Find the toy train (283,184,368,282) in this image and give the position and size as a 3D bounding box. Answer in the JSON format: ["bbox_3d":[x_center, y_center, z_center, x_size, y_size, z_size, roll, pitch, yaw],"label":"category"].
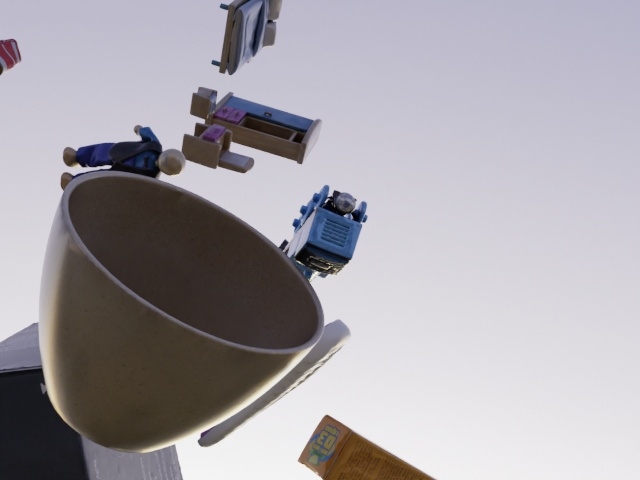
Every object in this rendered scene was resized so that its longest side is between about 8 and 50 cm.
[{"bbox_3d":[0.000,0.000,1.182,0.080,0.105,0.184,23,-24,-9],"label":"toy train"}]

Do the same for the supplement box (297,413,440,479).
[{"bbox_3d":[0.086,0.314,1.164,0.233,0.080,0.078,34,-10,-29],"label":"supplement box"}]

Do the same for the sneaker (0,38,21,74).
[{"bbox_3d":[-0.537,-0.319,1.444,0.118,0.067,0.042,45,-53,-3],"label":"sneaker"}]

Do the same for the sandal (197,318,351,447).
[{"bbox_3d":[-0.098,0.245,1.642,0.416,0.102,0.169,-42,-11,32],"label":"sandal"}]

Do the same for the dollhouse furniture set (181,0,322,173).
[{"bbox_3d":[-0.093,-0.305,1.615,0.198,0.286,0.303,16,-61,6],"label":"dollhouse furniture set"}]

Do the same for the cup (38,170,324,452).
[{"bbox_3d":[-0.195,0.108,1.058,0.331,0.331,0.237,22,-67,-26],"label":"cup"}]

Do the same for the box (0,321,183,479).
[{"bbox_3d":[-0.514,0.430,1.835,0.298,0.479,0.472,-9,7,7],"label":"box"}]

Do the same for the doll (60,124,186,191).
[{"bbox_3d":[-0.266,-0.097,1.226,0.189,0.129,0.046,-4,-14,23],"label":"doll"}]

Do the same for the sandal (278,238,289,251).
[{"bbox_3d":[-0.117,0.044,1.343,0.179,0.067,0.040,-35,-83,35],"label":"sandal"}]
